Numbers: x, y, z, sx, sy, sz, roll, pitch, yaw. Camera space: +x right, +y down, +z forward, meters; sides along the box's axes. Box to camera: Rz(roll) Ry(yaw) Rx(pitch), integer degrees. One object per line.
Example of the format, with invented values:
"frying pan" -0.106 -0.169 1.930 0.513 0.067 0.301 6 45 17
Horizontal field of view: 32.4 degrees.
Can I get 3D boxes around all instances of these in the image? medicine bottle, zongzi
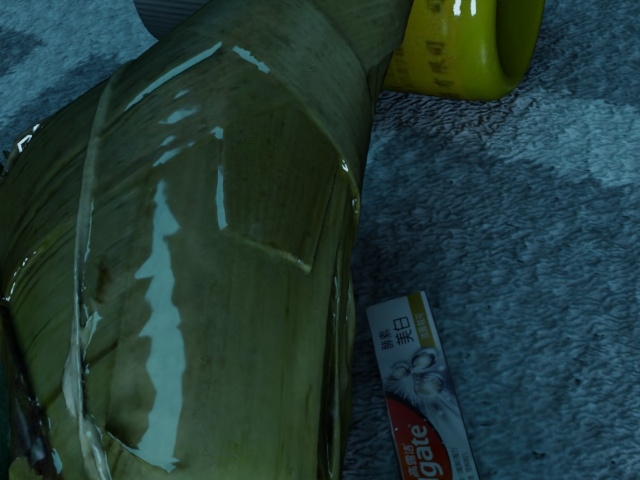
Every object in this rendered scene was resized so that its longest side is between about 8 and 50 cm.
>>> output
"medicine bottle" 0.018 -0.268 1.103 0.384 0.224 0.224 11 49 22
"zongzi" -0.014 -0.011 0.705 0.467 0.218 0.500 -44 40 14

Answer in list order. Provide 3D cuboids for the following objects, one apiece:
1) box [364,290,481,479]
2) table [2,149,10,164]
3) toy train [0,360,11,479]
"box" 0.076 0.127 0.802 0.055 0.039 0.218 -15 40 5
"table" -0.279 -0.072 1.157 0.083 0.062 0.079 -26 41 -7
"toy train" -0.305 0.128 0.881 0.178 0.138 0.330 -11 39 7
